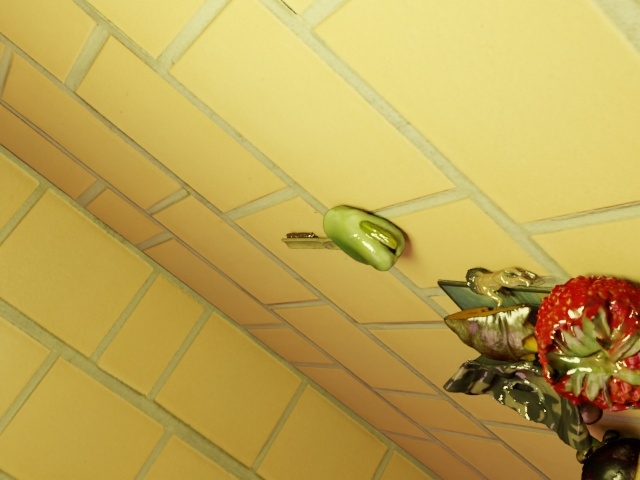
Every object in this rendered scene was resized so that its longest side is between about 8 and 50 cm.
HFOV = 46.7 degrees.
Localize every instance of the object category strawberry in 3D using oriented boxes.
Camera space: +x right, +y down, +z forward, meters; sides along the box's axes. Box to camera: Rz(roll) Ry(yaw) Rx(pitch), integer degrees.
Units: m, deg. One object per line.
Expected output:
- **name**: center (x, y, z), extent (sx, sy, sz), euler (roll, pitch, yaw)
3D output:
- **strawberry**: center (0.520, 0.180, 1.389), extent (0.260, 0.258, 0.261), euler (9, 118, 18)

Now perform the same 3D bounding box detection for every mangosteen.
- **mangosteen**: center (0.771, 0.603, 1.932), extent (0.265, 0.228, 0.228), euler (56, 178, 42)

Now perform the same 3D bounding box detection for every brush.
- **brush**: center (0.000, 0.000, 1.934), extent (0.247, 0.036, 0.043), euler (0, 146, 43)

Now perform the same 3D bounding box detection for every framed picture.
- **framed picture**: center (0.462, 0.179, 1.705), extent (0.265, 0.016, 0.347), euler (45, 156, -29)

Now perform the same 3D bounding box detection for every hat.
- **hat**: center (0.524, 0.367, 1.874), extent (0.366, 0.258, 0.381), euler (24, -163, 20)

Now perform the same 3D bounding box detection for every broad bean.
- **broad bean**: center (0.092, -0.007, 1.705), extent (0.228, 0.100, 0.169), euler (4, 138, 54)

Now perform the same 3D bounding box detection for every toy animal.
- **toy animal**: center (0.386, 0.097, 1.556), extent (0.219, 0.069, 0.086), euler (-8, 110, 55)

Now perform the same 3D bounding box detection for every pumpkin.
- **pumpkin**: center (0.358, 0.213, 1.601), extent (0.254, 0.149, 0.131), euler (160, 96, -79)

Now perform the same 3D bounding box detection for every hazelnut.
- **hazelnut**: center (0.669, 0.425, 1.871), extent (0.086, 0.086, 0.086), euler (28, 158, 12)

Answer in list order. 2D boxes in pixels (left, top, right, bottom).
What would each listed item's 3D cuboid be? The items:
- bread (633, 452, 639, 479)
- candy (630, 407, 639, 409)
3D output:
- **bread**: center (0.881, 0.653, 1.736), extent (0.333, 0.324, 0.143), euler (36, 150, -7)
- **candy**: center (0.610, 0.232, 1.560), extent (0.323, 0.097, 0.097), euler (50, 154, -18)
